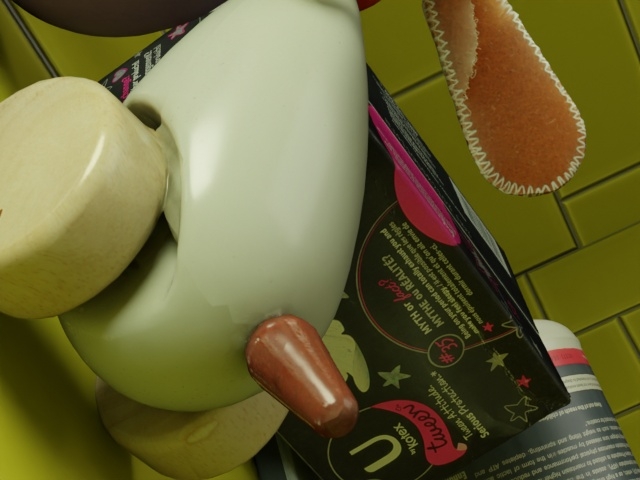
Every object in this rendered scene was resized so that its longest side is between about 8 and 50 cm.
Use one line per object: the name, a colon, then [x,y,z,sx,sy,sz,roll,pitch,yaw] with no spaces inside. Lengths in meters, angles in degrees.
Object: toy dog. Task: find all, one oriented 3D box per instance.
toy dog: [0.012,-0.054,0.478,0.161,0.334,0.220,25,3,40]

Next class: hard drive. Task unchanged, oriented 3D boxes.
hard drive: [-0.011,0.140,0.741,0.094,0.022,0.135,57,11,-47]

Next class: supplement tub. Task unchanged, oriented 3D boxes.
supplement tub: [0.140,0.210,0.904,0.272,0.191,0.191,67,8,20]

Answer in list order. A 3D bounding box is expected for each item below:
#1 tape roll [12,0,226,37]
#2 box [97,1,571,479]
tape roll: [-0.098,-0.194,0.594,0.189,0.189,0.080,67,7,14]
box: [0.000,0.000,0.711,0.247,0.142,0.163,51,13,-29]
